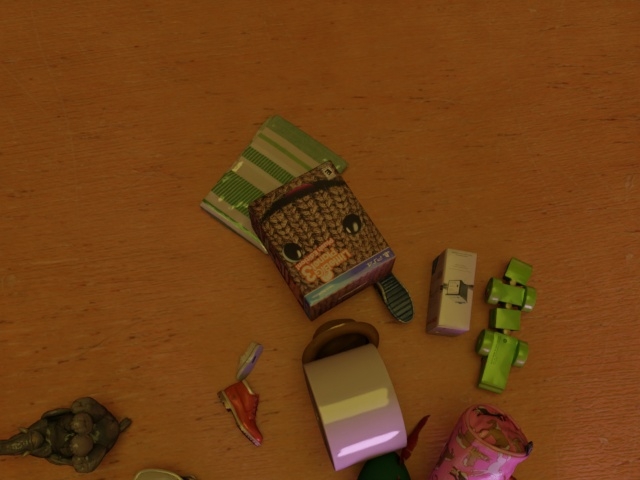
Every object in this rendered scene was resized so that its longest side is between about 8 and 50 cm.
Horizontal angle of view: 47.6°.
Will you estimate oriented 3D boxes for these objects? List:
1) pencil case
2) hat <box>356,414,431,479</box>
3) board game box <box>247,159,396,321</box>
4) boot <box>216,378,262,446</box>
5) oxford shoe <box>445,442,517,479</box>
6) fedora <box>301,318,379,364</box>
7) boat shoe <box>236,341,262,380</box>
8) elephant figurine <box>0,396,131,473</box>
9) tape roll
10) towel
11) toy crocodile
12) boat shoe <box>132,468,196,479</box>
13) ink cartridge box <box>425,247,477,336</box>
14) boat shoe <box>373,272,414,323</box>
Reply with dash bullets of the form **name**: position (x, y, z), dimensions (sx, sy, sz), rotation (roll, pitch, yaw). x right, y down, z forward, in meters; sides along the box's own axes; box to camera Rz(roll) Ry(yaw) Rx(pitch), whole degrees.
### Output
- **pencil case**: position (0.307, 0.542, 1.554), dimensions (0.167, 0.160, 0.386), rotation (22, 111, 1)
- **hat**: position (0.148, 0.481, 1.655), dimensions (0.173, 0.208, 0.184), rotation (-6, 69, 19)
- **board game box**: position (0.000, 0.000, 1.725), dimensions (0.232, 0.141, 0.291), rotation (-30, 73, -11)
- **boot**: position (-0.168, 0.404, 1.705), dimensions (0.084, 0.059, 0.158), rotation (-31, 78, -15)
- **oxford shoe**: position (0.418, 0.604, 1.651), dimensions (0.363, 0.130, 0.133), rotation (37, 91, 13)
- **fedora**: position (0.042, 0.243, 1.726), dimensions (0.194, 0.194, 0.079), rotation (-15, 42, -7)
- **boat shoe**: position (-0.179, 0.289, 1.749), dimensions (0.035, 0.035, 0.100), rotation (23, 77, 31)
- **elephant figurine**: position (-0.592, 0.439, 1.630), dimensions (0.239, 0.186, 0.169), rotation (-13, 38, 19)
- **tape roll**: position (0.073, 0.371, 1.625), dimensions (0.169, 0.246, 0.246), rotation (-17, 77, -7)
- **towel**: position (-0.120, -0.144, 1.864), dimensions (0.248, 0.038, 0.325), rotation (35, 75, 6)
- **toy crocodile**: position (0.449, 0.203, 1.777), dimensions (0.115, 0.105, 0.341), rotation (13, 79, 0)
- **boat shoe**: position (-0.300, 0.581, 1.638), dimensions (0.254, 0.079, 0.095), rotation (15, 72, -2)
- **ink cartridge box**: position (0.315, 0.130, 1.760), dimensions (0.082, 0.139, 0.191), rotation (8, 75, -3)
- **boat shoe**: position (0.175, 0.125, 1.790), dimensions (0.066, 0.066, 0.183), rotation (-26, 73, -7)
